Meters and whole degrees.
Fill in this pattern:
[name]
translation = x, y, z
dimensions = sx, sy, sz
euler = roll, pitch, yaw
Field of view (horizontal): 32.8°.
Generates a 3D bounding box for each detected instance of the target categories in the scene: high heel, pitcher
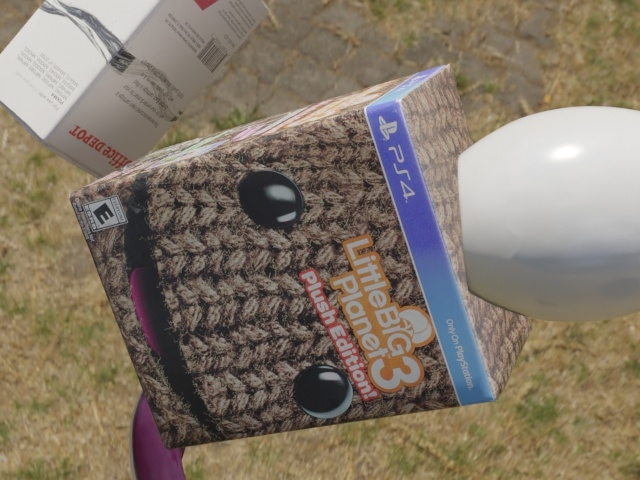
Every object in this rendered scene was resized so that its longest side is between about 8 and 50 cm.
[high heel]
translation = -0.137, 0.279, 1.224
dimensions = 0.181, 0.127, 0.377
euler = 11, 63, 4
[pitcher]
translation = 0.190, -0.025, 0.654
dimensions = 0.207, 0.125, 0.178
euler = -5, 15, 9

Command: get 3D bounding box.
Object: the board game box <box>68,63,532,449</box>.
[board game box]
translation = -0.012, 0.019, 0.868
dimensions = 0.291, 0.232, 0.141
euler = -14, 13, 26

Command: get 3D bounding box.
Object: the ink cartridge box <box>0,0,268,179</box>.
[ink cartridge box]
translation = -0.178, -0.184, 1.022
dimensions = 0.100, 0.172, 0.237
euler = 40, 90, 17
